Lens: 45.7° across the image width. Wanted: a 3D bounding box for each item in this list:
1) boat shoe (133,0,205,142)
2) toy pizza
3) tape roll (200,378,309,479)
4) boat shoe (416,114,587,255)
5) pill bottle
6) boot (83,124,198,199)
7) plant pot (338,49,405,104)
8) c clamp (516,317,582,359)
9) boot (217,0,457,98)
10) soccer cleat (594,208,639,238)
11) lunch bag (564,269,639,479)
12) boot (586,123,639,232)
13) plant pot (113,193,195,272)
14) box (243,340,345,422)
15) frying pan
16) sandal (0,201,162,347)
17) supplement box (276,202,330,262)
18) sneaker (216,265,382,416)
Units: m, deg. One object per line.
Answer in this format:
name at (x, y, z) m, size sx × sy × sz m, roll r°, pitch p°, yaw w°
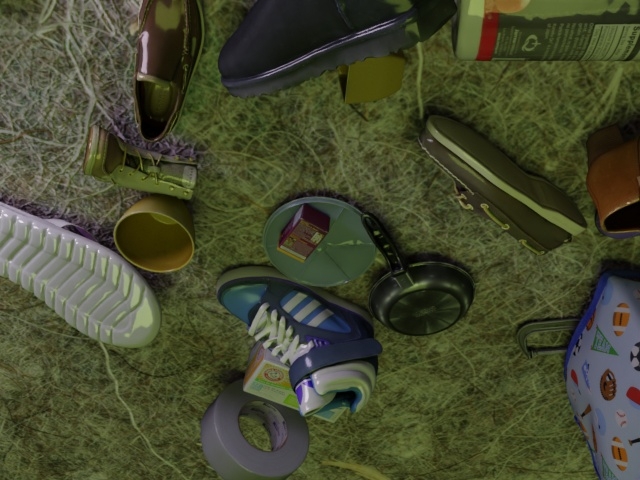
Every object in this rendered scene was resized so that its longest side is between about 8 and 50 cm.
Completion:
boat shoe at (-0.221, -0.251, 1.081) m, size 0.095 × 0.095 × 0.258 m, roll 11°, pitch 131°, yaw -3°
toy pizza at (0.000, 0.000, 1.317) m, size 0.201 × 0.032 × 0.201 m, roll 3°, pitch 130°, yaw 3°
tape roll at (-0.133, 0.395, 1.551) m, size 0.219 × 0.219 × 0.072 m, roll 27°, pitch 129°, yaw -16°
boat shoe at (0.267, -0.077, 1.168) m, size 0.324 × 0.117 × 0.097 m, roll 28°, pitch 125°, yaw -24°
pill bottle at (0.323, -0.307, 0.917) m, size 0.318 × 0.176 × 0.176 m, roll 1°, pitch 131°, yaw 5°
boot at (-0.270, -0.114, 1.164) m, size 0.165 × 0.077 × 0.213 m, roll 13°, pitch 174°, yaw -7°
plant pot at (0.073, -0.245, 1.067) m, size 0.083 × 0.081 × 0.082 m, roll 1°, pitch 132°, yaw -8°
c clamp at (0.453, 0.200, 1.445) m, size 0.160 × 0.022 × 0.137 m, roll -2°, pitch 131°, yaw 7°
boot at (-0.084, -0.410, 0.885) m, size 0.366 × 0.146 × 0.445 m, roll -10°, pitch 126°, yaw 39°
soccer cleat at (0.571, -0.068, 1.136) m, size 0.318 × 0.116 × 0.109 m, roll -23°, pitch 125°, yaw 24°
lunch bag at (0.573, 0.294, 1.306) m, size 0.238 × 0.328 × 0.386 m, roll 4°, pitch 130°, yaw -9°
boot at (0.515, -0.115, 1.038) m, size 0.295 × 0.211 × 0.104 m, roll -22°, pitch 126°, yaw 23°
plant pot at (-0.270, -0.027, 1.282) m, size 0.134 × 0.095 × 0.134 m, roll 3°, pitch 131°, yaw 3°
box at (-0.035, 0.260, 1.500) m, size 0.203 × 0.103 × 0.114 m, roll 22°, pitch 130°, yaw -13°
frying pan at (0.179, 0.069, 1.327) m, size 0.197 × 0.053 × 0.326 m, roll -7°, pitch 138°, yaw 2°
sandal at (-0.457, 0.037, 1.366) m, size 0.416 × 0.102 × 0.169 m, roll 33°, pitch 113°, yaw -5°
supplement box at (-0.029, -0.012, 1.259) m, size 0.055 × 0.043 × 0.083 m, roll 28°, pitch 128°, yaw -17°
sneaker at (-0.046, 0.191, 1.351) m, size 0.322 × 0.236 × 0.130 m, roll 21°, pitch 130°, yaw -12°
